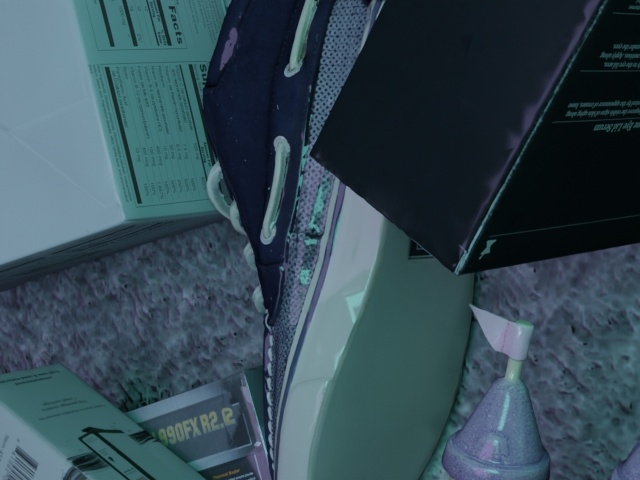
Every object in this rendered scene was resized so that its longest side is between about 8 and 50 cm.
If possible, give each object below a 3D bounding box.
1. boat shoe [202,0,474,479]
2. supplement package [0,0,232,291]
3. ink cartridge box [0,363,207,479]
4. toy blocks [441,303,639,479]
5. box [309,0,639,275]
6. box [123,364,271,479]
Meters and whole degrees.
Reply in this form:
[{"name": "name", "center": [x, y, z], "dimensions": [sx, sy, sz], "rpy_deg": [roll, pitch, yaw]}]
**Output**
[{"name": "boat shoe", "center": [0.000, 0.000, 1.079], "dimensions": [0.158, 0.127, 0.340], "rpy_deg": [18, 98, 41]}, {"name": "supplement package", "center": [-0.192, -0.083, 1.188], "dimensions": [0.262, 0.145, 0.204], "rpy_deg": [-17, 85, 37]}, {"name": "ink cartridge box", "center": [-0.145, 0.194, 1.147], "dimensions": [0.203, 0.086, 0.148], "rpy_deg": [35, 115, 29]}, {"name": "toy blocks", "center": [0.150, 0.202, 0.854], "dimensions": [0.289, 0.309, 0.260], "rpy_deg": [24, 115, 32]}, {"name": "box", "center": [0.140, -0.094, 0.862], "dimensions": [0.103, 0.261, 0.184], "rpy_deg": [37, 115, 28]}, {"name": "box", "center": [-0.089, 0.195, 1.195], "dimensions": [0.231, 0.056, 0.183], "rpy_deg": [-23, 80, 37]}]
